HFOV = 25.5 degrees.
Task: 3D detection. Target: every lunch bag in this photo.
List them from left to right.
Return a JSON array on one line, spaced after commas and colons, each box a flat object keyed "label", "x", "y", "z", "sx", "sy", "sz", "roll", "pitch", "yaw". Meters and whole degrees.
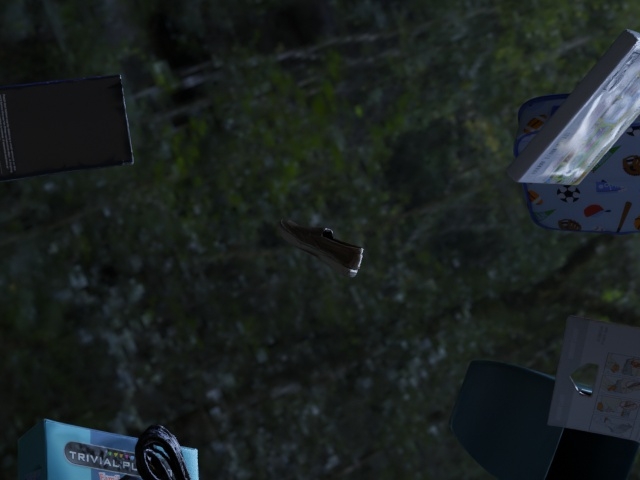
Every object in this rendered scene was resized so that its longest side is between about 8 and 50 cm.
[{"label": "lunch bag", "x": 0.456, "y": -0.128, "z": 2.181, "sx": 0.303, "sy": 0.115, "sz": 0.243, "roll": -3, "pitch": -49, "yaw": 20}]

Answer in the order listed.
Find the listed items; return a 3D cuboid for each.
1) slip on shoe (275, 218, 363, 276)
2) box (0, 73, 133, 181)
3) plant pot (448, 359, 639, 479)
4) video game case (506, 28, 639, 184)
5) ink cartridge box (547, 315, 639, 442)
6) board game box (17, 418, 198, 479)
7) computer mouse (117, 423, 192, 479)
[{"label": "slip on shoe", "x": 0.000, "y": 0.000, "z": 1.881, "sx": 0.135, "sy": 0.051, "sz": 0.041, "roll": 34, "pitch": -73, "yaw": 32}, {"label": "box", "x": -0.342, "y": -0.112, "z": 1.529, "sx": 0.261, "sy": 0.184, "sz": 0.103, "roll": 0, "pitch": -84, "yaw": 58}, {"label": "plant pot", "x": 0.305, "y": 0.260, "z": 1.990, "sx": 0.234, "sy": 0.165, "sz": 0.165, "roll": 24, "pitch": -85, "yaw": 53}, {"label": "video game case", "x": 0.349, "y": -0.161, "z": 1.773, "sx": 0.026, "sy": 0.206, "sz": 0.227, "roll": 47, "pitch": -67, "yaw": 22}, {"label": "ink cartridge box", "x": 0.405, "y": 0.161, "z": 1.697, "sx": 0.238, "sy": 0.060, "sz": 0.275, "roll": 11, "pitch": -33, "yaw": 10}, {"label": "board game box", "x": -0.278, "y": 0.429, "z": 1.913, "sx": 0.079, "sy": 0.253, "sz": 0.336, "roll": -37, "pitch": -132, "yaw": 38}, {"label": "computer mouse", "x": -0.184, "y": 0.309, "z": 1.351, "sx": 0.072, "sy": 0.272, "sz": 0.188, "roll": -32, "pitch": -89, "yaw": 29}]
